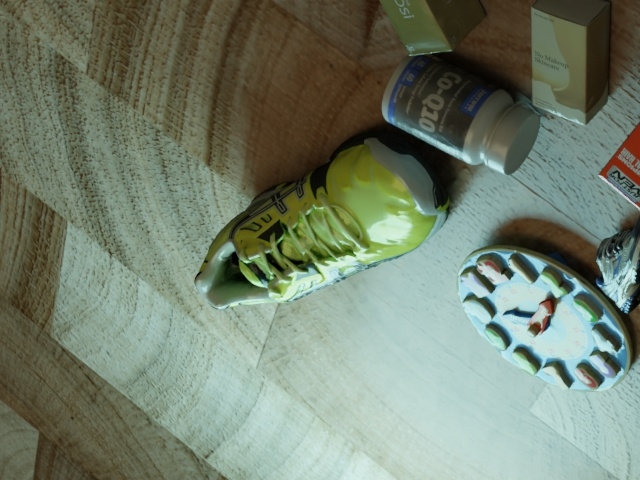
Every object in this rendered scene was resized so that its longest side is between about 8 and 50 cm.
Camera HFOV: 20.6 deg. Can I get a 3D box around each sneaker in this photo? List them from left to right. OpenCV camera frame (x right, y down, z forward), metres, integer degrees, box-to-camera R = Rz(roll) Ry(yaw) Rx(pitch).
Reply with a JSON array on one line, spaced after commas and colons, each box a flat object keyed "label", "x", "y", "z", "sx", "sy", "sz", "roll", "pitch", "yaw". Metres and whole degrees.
[{"label": "sneaker", "x": 0.000, "y": 0.000, "z": 1.894, "sx": 0.145, "sy": 0.147, "sz": 0.384, "roll": 50, "pitch": 147, "yaw": -6}, {"label": "sneaker", "x": 0.289, "y": 0.015, "z": 1.674, "sx": 0.058, "sy": 0.052, "sz": 0.135, "roll": 36, "pitch": 147, "yaw": 21}]

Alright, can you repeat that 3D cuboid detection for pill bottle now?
[{"label": "pill bottle", "x": 0.134, "y": -0.119, "z": 1.665, "sx": 0.137, "sy": 0.078, "sz": 0.078, "roll": 29, "pitch": 145, "yaw": 22}]

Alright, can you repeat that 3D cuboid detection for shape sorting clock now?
[{"label": "shape sorting clock", "x": 0.230, "y": 0.085, "z": 1.831, "sx": 0.206, "sy": 0.040, "sz": 0.206, "roll": 30, "pitch": 146, "yaw": 23}]

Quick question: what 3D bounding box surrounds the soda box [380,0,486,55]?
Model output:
[{"label": "soda box", "x": 0.076, "y": -0.257, "z": 1.584, "sx": 0.058, "sy": 0.061, "sz": 0.181, "roll": -2, "pitch": 126, "yaw": 49}]

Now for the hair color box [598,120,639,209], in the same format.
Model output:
[{"label": "hair color box", "x": 0.306, "y": -0.106, "z": 1.470, "sx": 0.053, "sy": 0.093, "sz": 0.167, "roll": 40, "pitch": 148, "yaw": 8}]

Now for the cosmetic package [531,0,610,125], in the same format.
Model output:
[{"label": "cosmetic package", "x": 0.220, "y": -0.163, "z": 1.550, "sx": 0.060, "sy": 0.041, "sz": 0.115, "roll": 24, "pitch": 144, "yaw": 30}]
